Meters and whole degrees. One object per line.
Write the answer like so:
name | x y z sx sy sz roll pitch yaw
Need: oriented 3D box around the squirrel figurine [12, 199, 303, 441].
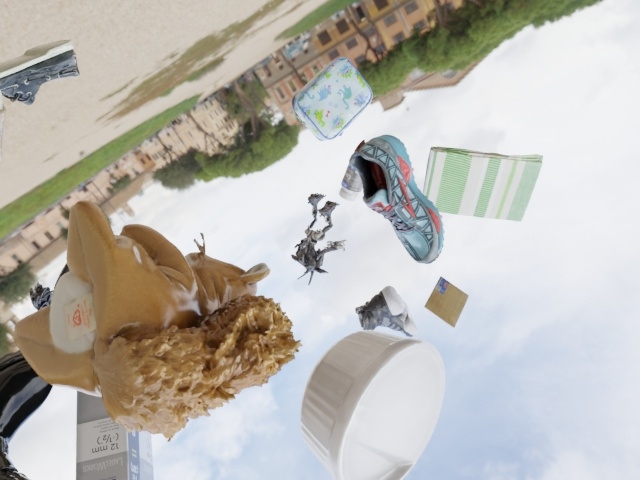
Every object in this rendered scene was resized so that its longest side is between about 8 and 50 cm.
squirrel figurine | -0.225 0.140 0.834 0.397 0.370 0.281 35 -75 29

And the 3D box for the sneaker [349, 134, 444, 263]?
sneaker | 0.130 -0.066 0.916 0.125 0.262 0.104 -22 173 -40

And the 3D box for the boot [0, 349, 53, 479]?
boot | -0.550 0.360 0.841 0.260 0.131 0.348 11 -136 29

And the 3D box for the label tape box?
label tape box | -0.443 0.501 1.073 0.115 0.249 0.348 -11 -120 -12

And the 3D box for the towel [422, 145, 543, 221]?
towel | 0.482 -0.172 1.497 0.324 0.248 0.038 6 -136 6

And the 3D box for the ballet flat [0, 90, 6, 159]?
ballet flat | -0.412 -0.179 0.542 0.316 0.107 0.106 43 -70 39

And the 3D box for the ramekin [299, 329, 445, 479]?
ramekin | 0.083 0.279 0.828 0.127 0.273 0.273 18 -128 44

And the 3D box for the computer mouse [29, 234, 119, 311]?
computer mouse | -0.583 0.071 1.174 0.272 0.072 0.188 -51 174 -35

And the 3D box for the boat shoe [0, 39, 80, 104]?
boat shoe | -0.764 -0.410 1.258 0.127 0.113 0.340 8 -139 23

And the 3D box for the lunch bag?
lunch bag | 0.036 -0.414 1.456 0.219 0.176 0.090 -47 -159 -7

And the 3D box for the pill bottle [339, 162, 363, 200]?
pill bottle | 0.116 -0.209 1.684 0.078 0.078 0.137 -74 -176 -60

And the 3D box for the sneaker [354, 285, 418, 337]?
sneaker | 0.204 0.247 1.544 0.153 0.269 0.101 -26 -134 12

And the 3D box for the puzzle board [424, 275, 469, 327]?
puzzle board | 0.345 0.167 1.336 0.128 0.096 0.011 -50 172 -39

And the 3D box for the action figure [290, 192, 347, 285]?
action figure | 0.000 0.000 1.540 0.140 0.276 0.164 -10 -152 -44
